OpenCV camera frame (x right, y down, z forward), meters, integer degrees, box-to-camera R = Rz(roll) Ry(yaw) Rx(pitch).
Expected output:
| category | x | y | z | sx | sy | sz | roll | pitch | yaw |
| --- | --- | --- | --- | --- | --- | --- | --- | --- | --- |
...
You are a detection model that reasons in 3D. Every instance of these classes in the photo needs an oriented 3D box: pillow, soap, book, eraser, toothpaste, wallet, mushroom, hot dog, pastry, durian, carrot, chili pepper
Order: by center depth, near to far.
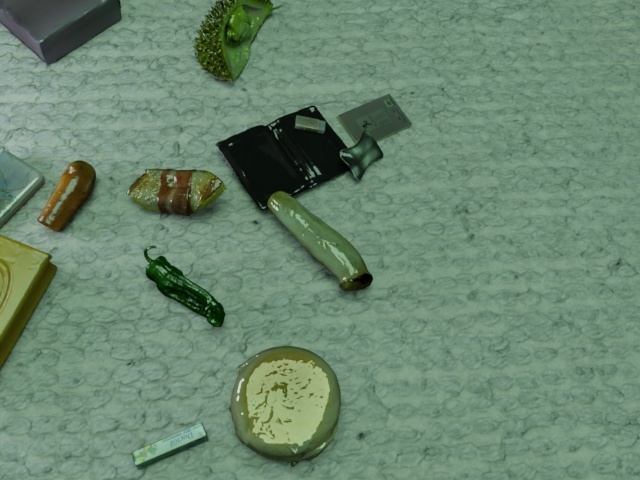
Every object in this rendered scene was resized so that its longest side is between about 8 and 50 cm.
| category | x | y | z | sx | sy | sz | roll | pitch | yaw |
| --- | --- | --- | --- | --- | --- | --- | --- | --- | --- |
| toothpaste | -0.328 | 0.450 | 1.472 | 0.164 | 0.046 | 0.034 | -20 | 63 | -14 |
| pastry | -0.078 | 0.361 | 1.488 | 0.265 | 0.133 | 0.264 | 1 | 63 | -3 |
| soap | -0.777 | 0.147 | 1.549 | 0.204 | 0.096 | 0.324 | 20 | 64 | -2 |
| chili pepper | -0.326 | 0.115 | 1.609 | 0.257 | 0.100 | 0.074 | 34 | 71 | 9 |
| mushroom | 0.002 | 0.000 | 1.696 | 0.333 | 0.107 | 0.087 | 45 | 111 | 18 |
| carrot | -0.636 | -0.112 | 1.710 | 0.087 | 0.087 | 0.193 | 17 | 65 | 4 |
| hot dog | -0.359 | -0.124 | 1.734 | 0.262 | 0.093 | 0.123 | 7 | 71 | 16 |
| pillow | 0.114 | -0.234 | 1.837 | 0.091 | 0.055 | 0.136 | 43 | 62 | 8 |
| wallet | -0.087 | -0.235 | 1.837 | 0.323 | 0.041 | 0.247 | -26 | 68 | -24 |
| eraser | -0.028 | -0.320 | 1.865 | 0.083 | 0.019 | 0.038 | 9 | 56 | -9 |
| book | 0.155 | -0.343 | 1.928 | 0.182 | 0.014 | 0.127 | -26 | 68 | -17 |
| soap | -0.785 | -0.697 | 1.977 | 0.296 | 0.107 | 0.285 | 43 | 68 | 15 |
| durian | -0.262 | -0.628 | 2.007 | 0.169 | 0.157 | 0.355 | 39 | 61 | -25 |

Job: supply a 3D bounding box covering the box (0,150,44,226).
| category | x | y | z | sx | sy | sz | roll | pitch | yaw |
| --- | --- | --- | --- | --- | --- | --- | --- | --- | --- |
| box | -0.845 | -0.095 | 1.706 | 0.142 | 0.044 | 0.285 | 32 | 66 | 7 |
